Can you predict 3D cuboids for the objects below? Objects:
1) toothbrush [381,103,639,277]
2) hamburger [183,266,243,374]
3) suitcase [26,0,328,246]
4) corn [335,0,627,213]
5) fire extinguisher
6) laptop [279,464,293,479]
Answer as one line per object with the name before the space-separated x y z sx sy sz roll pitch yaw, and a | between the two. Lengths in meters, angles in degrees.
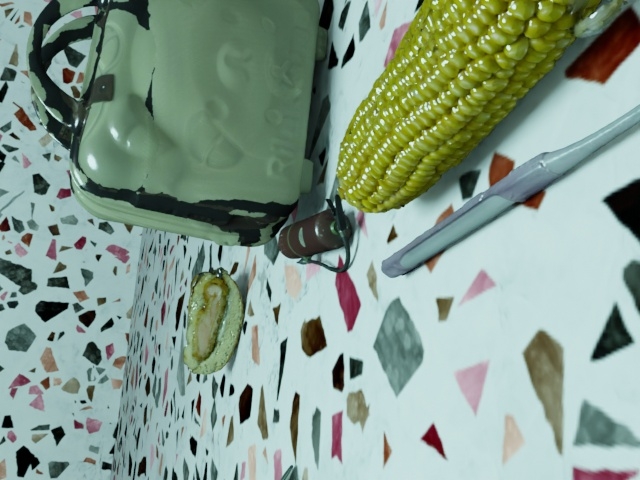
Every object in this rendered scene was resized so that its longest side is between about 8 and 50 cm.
toothbrush | 0.130 -0.041 0.460 0.354 0.024 0.029 137 142 -58
hamburger | -0.168 0.115 1.101 0.102 0.087 0.176 -118 33 -74
suitcase | -0.171 -0.180 0.832 0.194 0.339 0.352 148 131 -64
corn | 0.094 -0.113 0.490 0.293 0.106 0.106 125 146 -55
fire extinguisher | 0.000 0.000 0.762 0.157 0.045 0.078 -18 94 66
laptop | -0.112 0.391 0.800 0.187 0.015 0.269 -48 -13 -51
